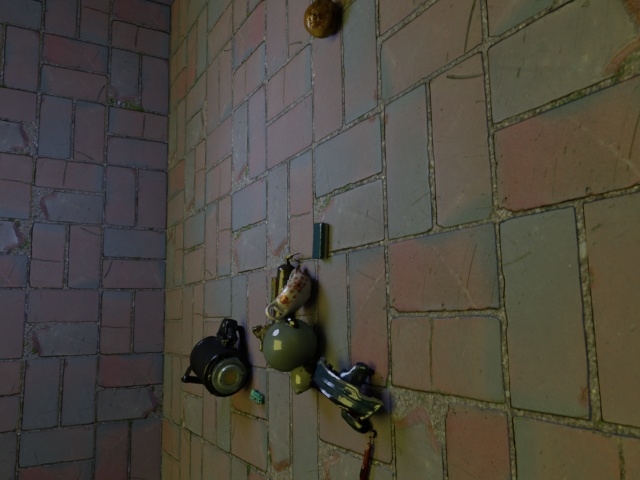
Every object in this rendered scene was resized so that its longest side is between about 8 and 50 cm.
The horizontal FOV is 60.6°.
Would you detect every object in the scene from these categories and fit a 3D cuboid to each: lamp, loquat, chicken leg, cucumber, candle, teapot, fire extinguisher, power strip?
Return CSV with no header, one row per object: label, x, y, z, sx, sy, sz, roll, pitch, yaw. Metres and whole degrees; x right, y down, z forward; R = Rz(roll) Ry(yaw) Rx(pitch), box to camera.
lamp,-0.084,0.374,1.799,0.244,0.197,0.197,60,141,10
loquat,0.004,-0.746,1.831,0.137,0.112,0.137,-159,90,-80
chicken leg,-0.203,0.368,2.082,0.227,0.088,0.103,-11,93,58
cucumber,0.102,0.516,1.567,0.105,0.048,0.048,34,116,57
candle,0.130,0.608,1.531,0.021,0.026,0.168,24,108,54
teapot,-0.101,0.187,1.853,0.159,0.245,0.116,-34,98,39
lamp,-0.432,0.545,2.334,0.374,0.205,0.272,-62,32,18
fire extinguisher,-0.120,0.174,1.978,0.089,0.072,0.268,8,94,33
power strip,0.000,0.000,1.819,0.056,0.032,0.123,-4,83,59

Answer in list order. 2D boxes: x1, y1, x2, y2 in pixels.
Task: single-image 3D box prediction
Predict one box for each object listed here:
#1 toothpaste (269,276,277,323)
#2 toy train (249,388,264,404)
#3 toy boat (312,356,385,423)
toothpaste,-0.167,0.226,2.082,0.043,0.037,0.179,-3,84,59
toy train,-0.252,0.628,2.197,0.092,0.029,0.045,3,74,56
toy boat,0.079,0.405,1.561,0.142,0.129,0.309,-53,33,-10
